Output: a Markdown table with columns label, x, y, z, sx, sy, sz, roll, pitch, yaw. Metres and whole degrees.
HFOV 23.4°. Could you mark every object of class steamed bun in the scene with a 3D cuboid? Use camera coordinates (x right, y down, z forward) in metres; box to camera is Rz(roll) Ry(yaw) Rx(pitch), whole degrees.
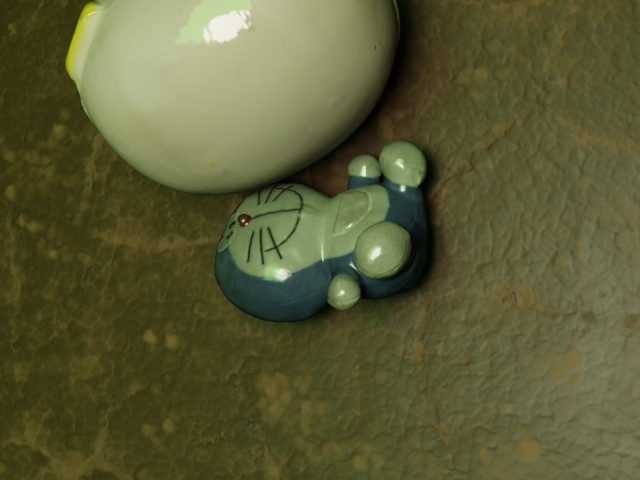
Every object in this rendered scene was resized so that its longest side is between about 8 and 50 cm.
| label | x | y | z | sx | sy | sz | roll | pitch | yaw |
| --- | --- | --- | --- | --- | --- | --- | --- | --- | --- |
| steamed bun | -0.095 | -0.220 | 1.763 | 0.374 | 0.334 | 0.334 | -33 | 72 | 13 |

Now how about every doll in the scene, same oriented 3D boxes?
| label | x | y | z | sx | sy | sz | roll | pitch | yaw |
| --- | --- | --- | --- | --- | --- | --- | --- | --- | --- |
| doll | 0.000 | 0.000 | 1.792 | 0.258 | 0.154 | 0.228 | -4 | 48 | 16 |

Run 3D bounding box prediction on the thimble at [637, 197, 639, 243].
| label | x | y | z | sx | sy | sz | roll | pitch | yaw |
| --- | --- | --- | --- | --- | --- | --- | --- | --- | --- |
| thimble | 0.417 | 0.035 | 1.571 | 0.172 | 0.205 | 0.236 | -2 | 81 | 22 |
